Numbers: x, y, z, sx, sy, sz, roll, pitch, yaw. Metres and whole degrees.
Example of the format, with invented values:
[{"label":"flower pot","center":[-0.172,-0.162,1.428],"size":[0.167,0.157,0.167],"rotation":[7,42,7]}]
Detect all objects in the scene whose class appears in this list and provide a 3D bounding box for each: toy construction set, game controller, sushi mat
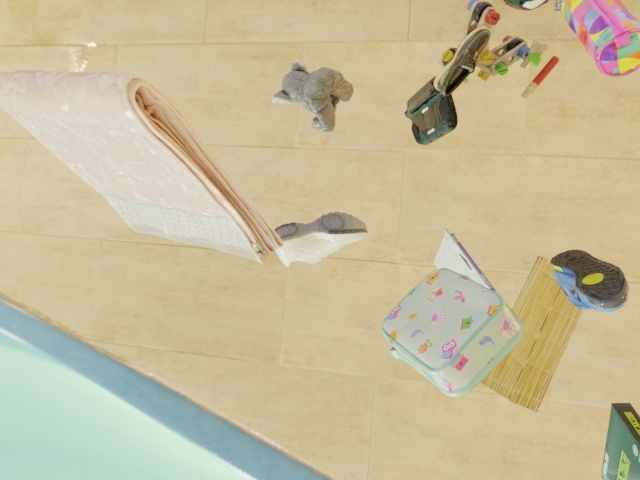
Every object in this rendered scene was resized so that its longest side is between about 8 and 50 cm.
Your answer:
[{"label":"toy construction set","center":[0.498,-0.522,1.697],"size":[0.309,0.257,0.237],"rotation":[44,108,22]},{"label":"game controller","center":[0.344,-0.398,1.799],"size":[0.067,0.319,0.167],"rotation":[-25,92,-8]},{"label":"sushi mat","center":[0.469,0.201,1.250],"size":[0.151,0.019,0.317],"rotation":[31,80,-8]}]

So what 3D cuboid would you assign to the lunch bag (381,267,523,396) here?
[{"label":"lunch bag","center":[0.256,0.182,1.178],"size":[0.224,0.279,0.108],"rotation":[-47,111,-4]}]

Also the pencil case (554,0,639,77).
[{"label":"pencil case","center":[0.523,-0.402,1.070],"size":[0.104,0.104,0.237],"rotation":[-16,46,13]}]

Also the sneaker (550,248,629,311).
[{"label":"sneaker","center":[0.426,0.078,0.898],"size":[0.069,0.209,0.082],"rotation":[-23,101,7]}]

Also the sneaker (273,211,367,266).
[{"label":"sneaker","center":[0.000,0.000,1.737],"size":[0.296,0.111,0.129],"rotation":[-9,126,14]}]

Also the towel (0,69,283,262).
[{"label":"towel","center":[-0.246,-0.094,0.762],"size":[0.331,0.317,0.053],"rotation":[12,62,37]}]

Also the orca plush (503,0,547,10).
[{"label":"orca plush","center":[0.260,-0.322,0.573],"size":[0.102,0.287,0.151],"rotation":[-42,102,-24]}]

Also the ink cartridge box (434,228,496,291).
[{"label":"ink cartridge box","center":[0.432,0.092,1.717],"size":[0.045,0.224,0.223],"rotation":[-26,65,-12]}]

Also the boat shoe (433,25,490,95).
[{"label":"boat shoe","center":[0.294,-0.359,1.168],"size":[0.152,0.056,0.049],"rotation":[-54,43,31]}]

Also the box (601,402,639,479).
[{"label":"box","center":[0.603,0.444,1.102],"size":[0.045,0.184,0.191],"rotation":[-4,113,2]}]

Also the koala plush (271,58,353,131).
[{"label":"koala plush","center":[-0.041,-0.503,1.914],"size":[0.221,0.203,0.196],"rotation":[28,85,27]}]
